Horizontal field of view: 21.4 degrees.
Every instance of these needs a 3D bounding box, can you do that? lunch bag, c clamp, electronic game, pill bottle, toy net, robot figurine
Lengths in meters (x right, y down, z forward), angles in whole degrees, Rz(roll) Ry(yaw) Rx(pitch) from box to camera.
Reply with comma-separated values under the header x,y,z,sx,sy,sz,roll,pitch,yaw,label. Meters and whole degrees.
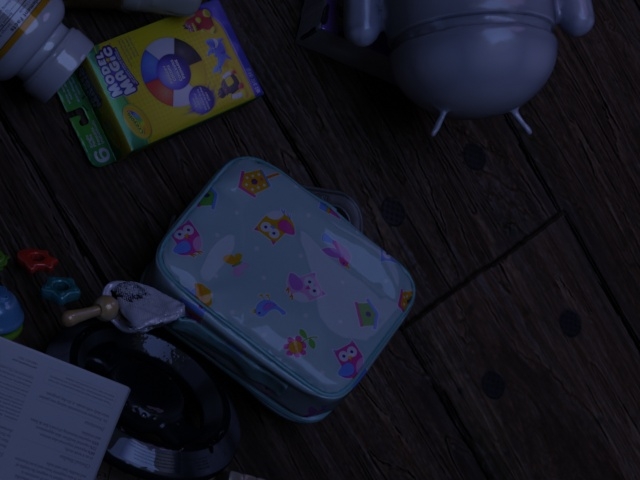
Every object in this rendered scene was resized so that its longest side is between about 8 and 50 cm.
x,y,z,sx,sy,sz,roll,pitch,yaw,label
-0.056,0.056,1.885,0.279,0.108,0.224,37,59,0,lunch bag
0.000,0.000,2.016,0.160,0.022,0.137,14,72,-28,c clamp
-0.188,0.167,1.789,0.229,0.048,0.229,25,29,-15,electronic game
-0.347,-0.245,1.806,0.208,0.117,0.117,40,61,-13,pill bottle
-0.261,0.064,1.789,0.232,0.045,0.122,7,32,-10,toy net
0.171,-0.295,1.999,0.300,0.200,0.353,-5,80,-4,robot figurine

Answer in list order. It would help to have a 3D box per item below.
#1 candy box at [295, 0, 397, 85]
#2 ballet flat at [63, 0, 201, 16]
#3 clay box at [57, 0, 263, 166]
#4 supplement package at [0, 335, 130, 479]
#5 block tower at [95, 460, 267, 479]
x,y,z,sx,sy,sz,roll,pitch,yaw,label
0.070,-0.311,2.104,0.164,0.070,0.196,20,69,-25,candy box
-0.149,-0.325,1.946,0.124,0.116,0.342,46,52,13,ballet flat
-0.186,-0.179,1.930,0.222,0.053,0.127,-28,93,-33,clay box
-0.350,0.214,1.599,0.199,0.198,0.263,27,80,-36,supplement package
-0.140,0.288,1.824,0.335,0.097,0.091,20,69,-28,block tower
